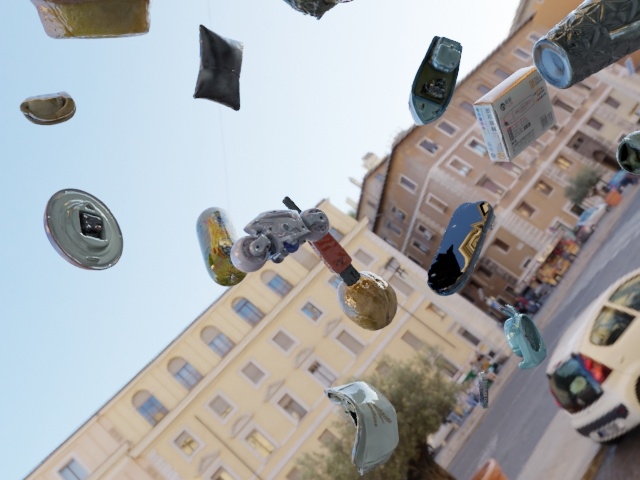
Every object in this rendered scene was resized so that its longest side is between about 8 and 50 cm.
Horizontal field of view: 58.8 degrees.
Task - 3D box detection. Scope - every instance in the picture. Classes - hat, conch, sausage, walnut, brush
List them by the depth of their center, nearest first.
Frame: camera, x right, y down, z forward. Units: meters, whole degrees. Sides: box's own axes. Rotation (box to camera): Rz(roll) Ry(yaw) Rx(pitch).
[{"bbox_3d":[0.541,-0.152,0.974,0.056,0.085,0.076,-86,6,-79],"label":"conch"},{"bbox_3d":[0.123,0.479,1.554,0.168,0.258,0.301,-25,-25,-4],"label":"hat"},{"bbox_3d":[-0.282,0.013,1.617,0.123,0.347,0.123,-11,-54,-16],"label":"sausage"},{"bbox_3d":[0.000,0.000,1.627,0.070,0.323,0.051,-43,6,-15],"label":"brush"},{"bbox_3d":[0.143,0.179,1.714,0.165,0.197,0.165,-14,-60,-25],"label":"walnut"}]

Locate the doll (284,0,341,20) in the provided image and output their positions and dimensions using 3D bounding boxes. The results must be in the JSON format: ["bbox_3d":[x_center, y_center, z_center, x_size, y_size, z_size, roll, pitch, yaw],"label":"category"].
[{"bbox_3d":[0.010,-0.652,1.256,0.247,0.247,0.349,-43,-4,-28],"label":"doll"}]

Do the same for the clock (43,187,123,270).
[{"bbox_3d":[-0.628,-0.030,1.521,0.056,0.244,0.244,-29,-9,22],"label":"clock"}]

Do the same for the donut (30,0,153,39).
[{"bbox_3d":[-0.591,-0.588,1.494,0.303,0.303,0.110,-29,-56,-52],"label":"donut"}]

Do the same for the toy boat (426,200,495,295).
[{"bbox_3d":[0.402,0.034,1.578,0.092,0.134,0.299,40,-113,-32],"label":"toy boat"}]

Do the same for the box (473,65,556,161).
[{"bbox_3d":[0.640,-0.415,1.860,0.274,0.091,0.220,-36,-65,-24],"label":"box"}]

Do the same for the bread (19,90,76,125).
[{"bbox_3d":[-0.726,-0.353,1.524,0.134,0.225,0.081,-14,-67,-20],"label":"bread"}]

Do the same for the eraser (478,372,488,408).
[{"bbox_3d":[0.465,0.428,1.622,0.027,0.019,0.099,2,-94,-35],"label":"eraser"}]

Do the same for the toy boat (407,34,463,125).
[{"bbox_3d":[0.391,-0.537,1.923,0.133,0.145,0.332,147,143,-80],"label":"toy boat"}]

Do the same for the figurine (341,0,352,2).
[{"bbox_3d":[0.045,-0.833,1.775,0.181,0.208,0.257,-50,26,36],"label":"figurine"}]

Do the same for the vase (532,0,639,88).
[{"bbox_3d":[0.530,-0.389,0.994,0.301,0.156,0.251,-35,20,-3],"label":"vase"}]

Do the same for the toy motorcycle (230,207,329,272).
[{"bbox_3d":[-0.084,-0.016,1.164,0.254,0.112,0.112,-28,-30,-42],"label":"toy motorcycle"}]

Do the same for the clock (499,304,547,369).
[{"bbox_3d":[0.457,0.212,1.288,0.045,0.147,0.108,-30,-11,35],"label":"clock"}]

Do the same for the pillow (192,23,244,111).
[{"bbox_3d":[-0.335,-0.574,1.895,0.186,0.106,0.250,5,-92,-45],"label":"pillow"}]
